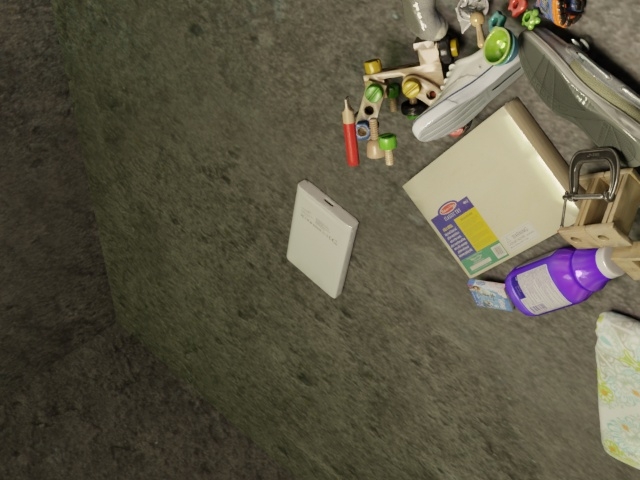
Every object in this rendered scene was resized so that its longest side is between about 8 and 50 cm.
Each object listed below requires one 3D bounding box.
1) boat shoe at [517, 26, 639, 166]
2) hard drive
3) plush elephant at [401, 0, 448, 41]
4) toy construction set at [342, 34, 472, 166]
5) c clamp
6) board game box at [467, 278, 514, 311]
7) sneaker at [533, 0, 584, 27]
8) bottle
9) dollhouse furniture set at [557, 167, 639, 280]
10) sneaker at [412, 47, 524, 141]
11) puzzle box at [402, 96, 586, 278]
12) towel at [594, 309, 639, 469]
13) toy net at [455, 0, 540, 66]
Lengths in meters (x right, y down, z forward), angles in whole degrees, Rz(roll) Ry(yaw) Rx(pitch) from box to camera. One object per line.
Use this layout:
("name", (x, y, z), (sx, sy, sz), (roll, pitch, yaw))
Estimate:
("boat shoe", (0.477, -0.267, 1.591), (0.320, 0.103, 0.118), (47, 164, 22))
("hard drive", (0.000, 0.000, 2.499), (0.203, 0.040, 0.307), (40, 145, 23))
("plush elephant", (0.189, -0.570, 1.566), (0.272, 0.255, 0.330), (42, 154, 37))
("toy construction set", (0.151, -0.310, 1.801), (0.257, 0.309, 0.237), (14, 125, 36))
("c clamp", (0.481, -0.097, 1.604), (0.160, 0.022, 0.137), (168, 105, -69))
("board game box", (0.392, 0.126, 2.072), (0.090, 0.020, 0.090), (6, 146, 33))
("sneaker", (0.385, -0.471, 1.530), (0.087, 0.083, 0.221), (27, 136, 49))
("bottle", (0.504, 0.074, 1.854), (0.118, 0.092, 0.283), (55, 148, -1))
("dollhouse furniture set", (0.564, -0.026, 1.692), (0.183, 0.129, 0.129), (36, 158, -28))
("sneaker", (0.272, -0.289, 1.719), (0.091, 0.258, 0.094), (53, 180, 27))
("puzzle box", (0.364, -0.097, 1.922), (0.272, 0.052, 0.409), (54, 148, 1))
("towel", (0.713, 0.345, 1.831), (0.320, 0.090, 0.374), (20, 133, 42))
("toy net", (0.306, -0.409, 1.652), (0.232, 0.045, 0.122), (56, 131, 47))
